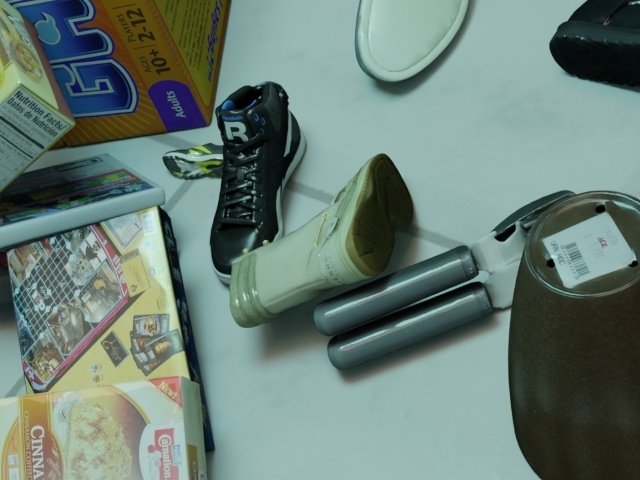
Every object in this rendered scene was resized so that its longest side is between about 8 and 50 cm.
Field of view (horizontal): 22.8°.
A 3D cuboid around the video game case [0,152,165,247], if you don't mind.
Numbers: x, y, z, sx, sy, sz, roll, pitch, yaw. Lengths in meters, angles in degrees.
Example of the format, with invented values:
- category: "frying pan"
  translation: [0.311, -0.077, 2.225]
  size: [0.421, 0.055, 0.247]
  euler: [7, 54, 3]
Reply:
- category: "video game case"
  translation: [-0.286, -0.042, 1.662]
  size: [0.201, 0.023, 0.183]
  euler: [-15, 20, -22]

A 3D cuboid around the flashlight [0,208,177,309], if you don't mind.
- category: "flashlight"
  translation: [-0.303, 0.021, 1.655]
  size: [0.304, 0.103, 0.103]
  euler: [-9, 20, 12]

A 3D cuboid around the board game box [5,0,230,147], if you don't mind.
- category: "board game box"
  translation: [-0.325, -0.352, 1.798]
  size: [0.356, 0.356, 0.357]
  euler: [-7, 50, 15]

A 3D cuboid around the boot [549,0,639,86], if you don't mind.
- category: "boot"
  translation: [0.378, -0.247, 1.614]
  size: [0.246, 0.094, 0.207]
  euler: [16, 63, 39]

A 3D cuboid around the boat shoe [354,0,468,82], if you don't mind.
- category: "boat shoe"
  translation: [0.101, -0.298, 1.788]
  size: [0.099, 0.116, 0.319]
  euler: [-35, 33, 58]

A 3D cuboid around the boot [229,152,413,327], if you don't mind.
- category: "boot"
  translation: [0.000, 0.000, 1.560]
  size: [0.165, 0.077, 0.213]
  euler: [-27, 17, 26]

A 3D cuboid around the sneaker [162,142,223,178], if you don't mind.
- category: "sneaker"
  translation: [-0.131, -0.089, 1.729]
  size: [0.083, 0.031, 0.035]
  euler: [4, 40, 19]

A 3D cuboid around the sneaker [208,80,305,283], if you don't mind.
- category: "sneaker"
  translation: [-0.083, -0.072, 1.629]
  size: [0.079, 0.121, 0.217]
  euler: [-1, 51, 22]

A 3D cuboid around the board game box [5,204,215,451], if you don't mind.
- category: "board game box"
  translation: [-0.205, 0.103, 1.529]
  size: [0.165, 0.042, 0.243]
  euler: [-16, 68, 8]

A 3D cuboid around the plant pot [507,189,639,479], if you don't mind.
- category: "plant pot"
  translation: [0.241, 0.073, 1.307]
  size: [0.215, 0.230, 0.215]
  euler: [-11, 49, 13]

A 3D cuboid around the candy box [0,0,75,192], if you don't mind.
- category: "candy box"
  translation: [-0.406, -0.088, 1.607]
  size: [0.316, 0.087, 0.183]
  euler: [-41, 45, 12]

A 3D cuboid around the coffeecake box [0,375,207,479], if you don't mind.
- category: "coffeecake box"
  translation: [-0.199, 0.206, 1.432]
  size: [0.185, 0.068, 0.142]
  euler: [-8, 76, 9]

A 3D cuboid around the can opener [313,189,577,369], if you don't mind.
- category: "can opener"
  translation: [0.130, 0.040, 1.500]
  size: [0.280, 0.074, 0.093]
  euler: [-24, 13, -1]
